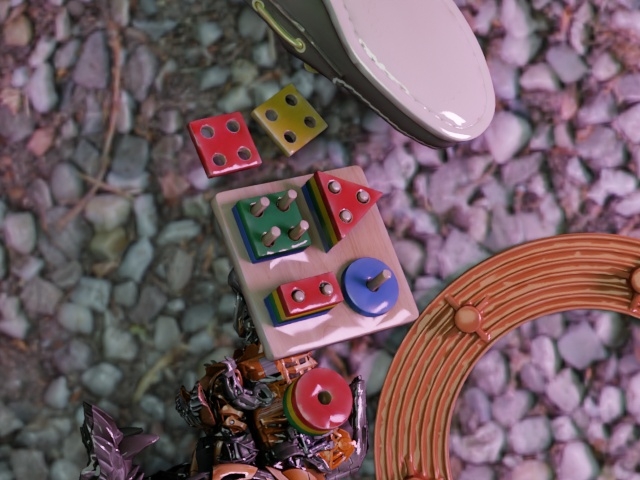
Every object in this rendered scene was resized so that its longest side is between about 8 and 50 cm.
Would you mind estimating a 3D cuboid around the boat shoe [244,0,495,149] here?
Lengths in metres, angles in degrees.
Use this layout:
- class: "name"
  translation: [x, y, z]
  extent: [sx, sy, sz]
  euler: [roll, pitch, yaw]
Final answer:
- class: "boat shoe"
  translation: [0.011, -0.184, 0.986]
  extent: [0.305, 0.091, 0.109]
  euler: [48, 55, 3]

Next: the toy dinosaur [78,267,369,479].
- class: "toy dinosaur"
  translation: [-0.067, 0.179, 0.954]
  extent: [0.218, 0.164, 0.322]
  euler: [4, 61, -14]

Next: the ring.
- class: "ring"
  translation: [0.208, 0.162, 0.985]
  extent: [0.336, 0.032, 0.337]
  euler: [0, 89, 5]

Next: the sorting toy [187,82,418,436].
- class: "sorting toy"
  translation: [0.000, 0.000, 0.961]
  extent: [0.132, 0.046, 0.274]
  euler: [-13, 74, -30]
